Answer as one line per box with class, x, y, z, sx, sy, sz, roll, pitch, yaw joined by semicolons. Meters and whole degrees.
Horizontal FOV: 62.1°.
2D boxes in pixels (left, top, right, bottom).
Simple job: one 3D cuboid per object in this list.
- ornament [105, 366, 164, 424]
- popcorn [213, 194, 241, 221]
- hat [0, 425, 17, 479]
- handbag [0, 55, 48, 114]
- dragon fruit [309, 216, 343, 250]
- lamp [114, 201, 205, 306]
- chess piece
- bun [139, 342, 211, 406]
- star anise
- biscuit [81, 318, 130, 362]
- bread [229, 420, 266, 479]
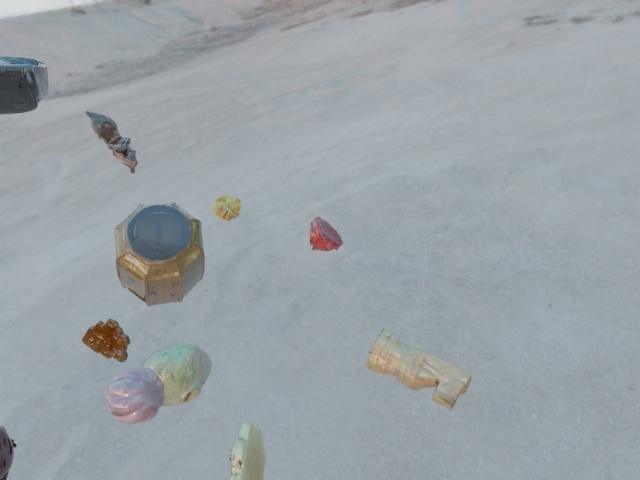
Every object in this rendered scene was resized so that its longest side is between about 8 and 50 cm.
ornament;-0.590;0.491;1.680;0.177;0.178;0.177;-17;24;8
popcorn;-0.277;-0.089;1.594;0.084;0.084;0.084;-17;24;8
hat;-0.734;0.467;1.163;0.089;0.206;0.205;-24;24;-2
handbag;-1.058;-0.499;1.735;0.301;0.178;0.275;-6;29;-19
dragon fruit;0.000;0.000;1.992;0.111;0.153;0.153;-48;18;18
lamp;-0.282;0.026;0.942;0.161;0.161;0.185;-31;-14;-23
chess piece;0.297;0.388;1.602;0.300;0.137;0.137;22;41;19
bun;-0.549;0.541;2.035;0.293;0.293;0.187;-23;52;-6
star anise;-0.590;-0.282;1.547;0.063;0.172;0.208;-41;68;-17
biscuit;-0.516;0.237;1.277;0.129;0.120;0.019;0;20;16
bread;-0.224;0.725;1.657;0.054;0.316;0.316;-1;27;9
